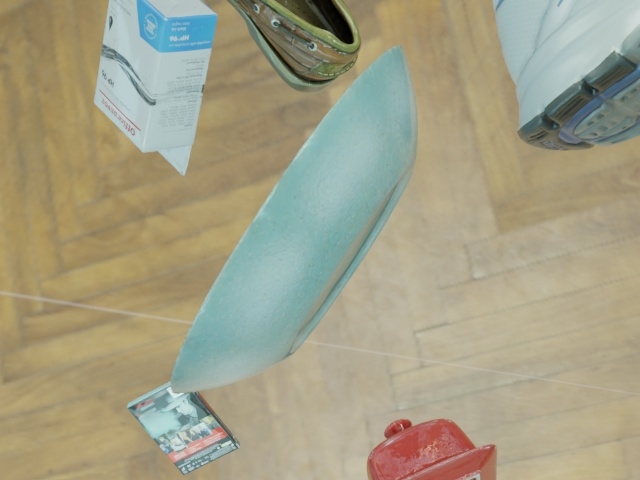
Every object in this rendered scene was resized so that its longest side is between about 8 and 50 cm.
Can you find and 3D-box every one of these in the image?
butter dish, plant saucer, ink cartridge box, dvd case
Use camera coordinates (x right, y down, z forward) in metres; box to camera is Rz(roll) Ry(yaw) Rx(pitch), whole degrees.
[{"bbox_3d":[0.109,0.255,1.476,0.160,0.160,0.118,-21,56,-8],"label":"butter dish"},{"bbox_3d":[0.000,0.000,0.615,0.037,0.195,0.195,33,98,5],"label":"plant saucer"},{"bbox_3d":[-0.077,-0.073,0.590,0.048,0.028,0.083,43,132,38],"label":"ink cartridge box"},{"bbox_3d":[-0.166,0.226,1.591,0.087,0.013,0.119,-29,113,18],"label":"dvd case"}]

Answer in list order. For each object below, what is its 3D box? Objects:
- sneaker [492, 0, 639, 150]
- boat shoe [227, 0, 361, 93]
[{"bbox_3d":[0.190,-0.169,0.645,0.297,0.111,0.129,-38,61,33],"label":"sneaker"},{"bbox_3d":[-0.067,-0.298,1.363,0.307,0.104,0.111,46,65,-3],"label":"boat shoe"}]
